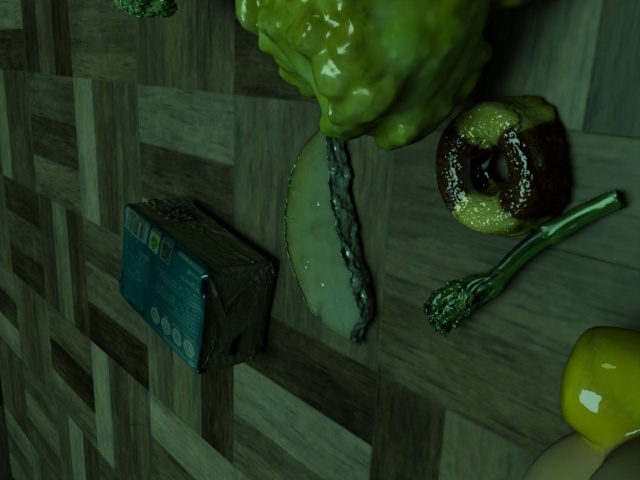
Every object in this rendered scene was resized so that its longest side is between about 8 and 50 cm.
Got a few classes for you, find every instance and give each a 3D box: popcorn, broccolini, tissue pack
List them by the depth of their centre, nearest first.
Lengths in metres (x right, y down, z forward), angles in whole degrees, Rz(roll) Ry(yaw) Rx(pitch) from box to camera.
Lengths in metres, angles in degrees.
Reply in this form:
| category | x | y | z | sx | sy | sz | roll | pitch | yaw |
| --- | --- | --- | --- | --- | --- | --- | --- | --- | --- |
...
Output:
| category | x | y | z | sx | sy | sz | roll | pitch | yaw |
| --- | --- | --- | --- | --- | --- | --- | --- | --- | --- |
| popcorn | 0.051 | -0.228 | 0.555 | 0.250 | 0.241 | 0.235 | 47 | 170 | 42 |
| broccolini | 0.190 | 0.022 | 0.596 | 0.239 | 0.054 | 0.051 | -45 | 39 | 39 |
| tissue pack | -0.208 | 0.064 | 0.989 | 0.270 | 0.134 | 0.192 | 33 | 123 | 40 |

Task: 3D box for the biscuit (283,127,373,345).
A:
| category | x | y | z | sx | sy | sz | roll | pitch | yaw |
| --- | --- | --- | --- | --- | --- | --- | --- | --- | --- |
| biscuit | -0.001 | 0.000 | 0.811 | 0.141 | 0.038 | 0.290 | -9 | 92 | 50 |

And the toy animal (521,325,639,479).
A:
| category | x | y | z | sx | sy | sz | roll | pitch | yaw |
| --- | --- | --- | --- | --- | --- | --- | --- | --- | --- |
| toy animal | 0.245 | 0.246 | 0.390 | 0.277 | 0.345 | 0.247 | 30 | 114 | 2 |

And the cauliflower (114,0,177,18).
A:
| category | x | y | z | sx | sy | sz | roll | pitch | yaw |
| --- | --- | --- | --- | --- | --- | --- | --- | --- | --- |
| cauliflower | -0.215 | -0.459 | 0.835 | 0.272 | 0.275 | 0.250 | 58 | 172 | -1 |

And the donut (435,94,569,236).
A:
| category | x | y | z | sx | sy | sz | roll | pitch | yaw |
| --- | --- | --- | --- | --- | --- | --- | --- | --- | --- |
| donut | 0.170 | -0.071 | 0.585 | 0.140 | 0.059 | 0.141 | 15 | 110 | 50 |
